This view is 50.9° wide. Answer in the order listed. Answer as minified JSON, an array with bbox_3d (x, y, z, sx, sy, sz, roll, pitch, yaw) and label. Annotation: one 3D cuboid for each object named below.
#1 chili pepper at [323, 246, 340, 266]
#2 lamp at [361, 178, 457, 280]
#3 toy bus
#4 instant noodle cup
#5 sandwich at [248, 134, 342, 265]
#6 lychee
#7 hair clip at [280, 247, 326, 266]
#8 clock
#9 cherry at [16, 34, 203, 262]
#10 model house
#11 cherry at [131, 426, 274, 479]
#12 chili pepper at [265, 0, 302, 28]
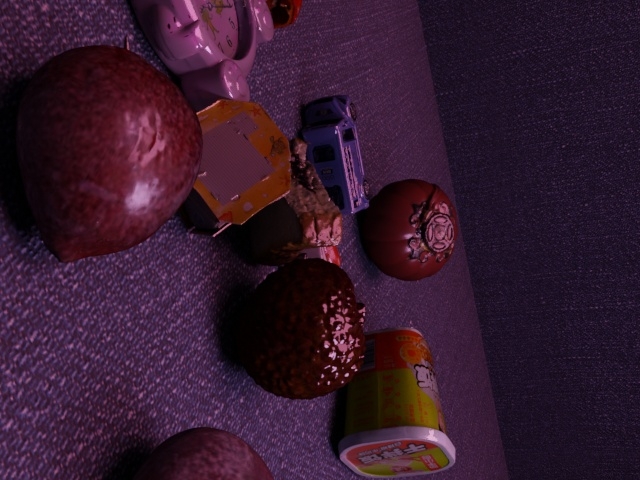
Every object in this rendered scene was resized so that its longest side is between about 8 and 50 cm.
[{"bbox_3d":[0.000,0.000,1.616,0.071,0.063,0.272,-80,151,-62],"label":"chili pepper"},{"bbox_3d":[0.266,-0.031,1.981,0.303,0.257,0.303,-3,96,-32],"label":"lamp"},{"bbox_3d":[0.030,-0.208,1.666,0.133,0.125,0.292,-34,115,-64],"label":"toy bus"},{"bbox_3d":[0.186,0.401,1.693,0.294,0.293,0.308,55,28,-47],"label":"instant noodle cup"},{"bbox_3d":[-0.058,-0.089,1.259,0.099,0.288,0.254,5,81,-23],"label":"sandwich"},{"bbox_3d":[-0.034,0.162,1.245,0.260,0.260,0.261,-8,90,-67],"label":"lychee"},{"bbox_3d":[-0.004,0.163,1.522,0.101,0.085,0.331,-65,142,-64],"label":"hair clip"},{"bbox_3d":[-0.213,-0.414,1.177,0.322,0.113,0.296,59,33,-42],"label":"clock"},{"bbox_3d":[-0.266,-0.111,0.853,0.230,0.202,0.301,40,61,-60],"label":"cherry"},{"bbox_3d":[-0.160,-0.112,1.154,0.207,0.136,0.219,45,57,5],"label":"model house"},{"bbox_3d":[-0.162,0.379,0.922,0.285,0.212,0.236,-36,107,-54],"label":"cherry"},{"bbox_3d":[-0.091,-0.646,1.517,0.134,0.131,0.339,58,30,-62],"label":"chili pepper"}]
